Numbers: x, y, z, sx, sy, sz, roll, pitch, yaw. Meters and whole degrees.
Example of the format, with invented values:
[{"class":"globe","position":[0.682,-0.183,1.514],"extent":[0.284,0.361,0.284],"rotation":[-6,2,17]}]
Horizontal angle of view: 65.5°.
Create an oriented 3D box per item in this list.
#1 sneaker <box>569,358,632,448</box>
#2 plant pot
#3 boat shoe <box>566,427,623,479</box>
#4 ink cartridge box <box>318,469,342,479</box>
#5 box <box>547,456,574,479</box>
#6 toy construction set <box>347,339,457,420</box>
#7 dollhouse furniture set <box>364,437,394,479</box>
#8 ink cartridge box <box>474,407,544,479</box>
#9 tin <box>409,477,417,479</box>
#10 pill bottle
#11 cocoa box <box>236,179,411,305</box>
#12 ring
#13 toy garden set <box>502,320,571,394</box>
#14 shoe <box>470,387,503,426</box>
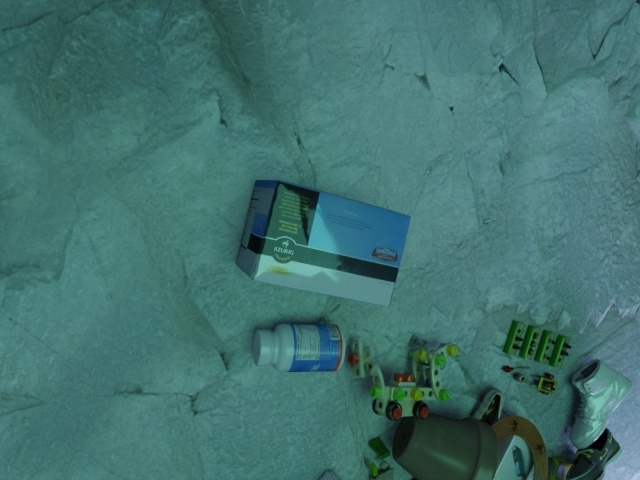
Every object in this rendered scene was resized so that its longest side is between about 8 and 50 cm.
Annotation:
[{"class":"sneaker","position":[0.893,0.541,1.679],"extent":[0.169,0.108,0.293],"rotation":[36,88,-6]},{"class":"plant pot","position":[0.337,0.604,1.424],"extent":[0.229,0.263,0.263],"rotation":[25,88,-2]},{"class":"boat shoe","position":[0.904,0.732,1.669],"extent":[0.304,0.109,0.091],"rotation":[-17,79,-36]},{"class":"ink cartridge box","position":[0.010,0.787,1.389],"extent":[0.219,0.092,0.160],"rotation":[-45,109,-9]},{"class":"box","position":[0.842,0.808,1.715],"extent":[0.179,0.043,0.105],"rotation":[14,91,-19]},{"class":"toy construction set","position":[0.230,0.377,1.377],"extent":[0.327,0.151,0.215],"rotation":[10,83,-20]},{"class":"dollhouse furniture set","position":[0.171,0.662,1.468],"extent":[0.076,0.058,0.152],"rotation":[-18,122,-24]},{"class":"ink cartridge box","position":[0.546,0.719,1.586],"extent":[0.261,0.066,0.296],"rotation":[29,87,-21]},{"class":"tin","position":[0.299,0.821,1.528],"extent":[0.106,0.040,0.190],"rotation":[7,95,-16]},{"class":"pill bottle","position":[-0.058,0.276,1.284],"extent":[0.221,0.124,0.124],"rotation":[5,95,-19]},{"class":"cocoa box","position":[0.000,0.000,1.211],"extent":[0.346,0.231,0.228],"rotation":[13,92,-21]},{"class":"ring","position":[0.587,0.708,1.511],"extent":[0.336,0.032,0.337],"rotation":[3,83,-29]},{"class":"toy garden set","position":[0.699,0.388,1.606],"extent":[0.244,0.049,0.204],"rotation":[18,91,-21]},{"class":"shoe","position":[0.506,0.563,1.541],"extent":[0.076,0.058,0.219],"rotation":[25,86,5]}]
